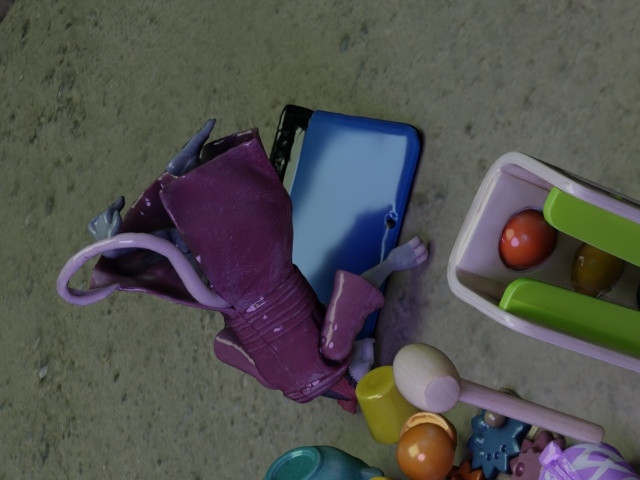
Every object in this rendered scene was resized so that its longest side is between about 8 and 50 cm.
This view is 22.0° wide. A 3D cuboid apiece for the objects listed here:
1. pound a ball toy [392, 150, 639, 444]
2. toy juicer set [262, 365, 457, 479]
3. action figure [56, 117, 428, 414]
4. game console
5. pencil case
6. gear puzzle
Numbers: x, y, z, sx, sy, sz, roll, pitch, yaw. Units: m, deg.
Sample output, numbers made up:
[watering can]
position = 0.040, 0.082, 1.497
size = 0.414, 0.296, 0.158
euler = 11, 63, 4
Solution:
[pound a ball toy]
position = 0.211, 0.059, 1.345
size = 0.136, 0.319, 0.208
euler = 36, 106, 58
[toy juicer set]
position = 0.005, 0.273, 1.645
size = 0.329, 0.089, 0.209
euler = -36, 27, -12
[action figure]
position = -0.052, 0.061, 1.752
size = 0.248, 0.370, 0.276
euler = -33, 13, 30
[game console]
position = 0.000, 0.000, 1.988
size = 0.250, 0.173, 0.293
euler = 107, 178, -84
[pencil case]
position = 0.258, 0.258, 1.389
size = 0.086, 0.088, 0.206
euler = -57, 33, 18
[gear puzzle]
position = 0.129, 0.313, 1.602
size = 0.339, 0.044, 0.175
euler = -64, 32, 12
